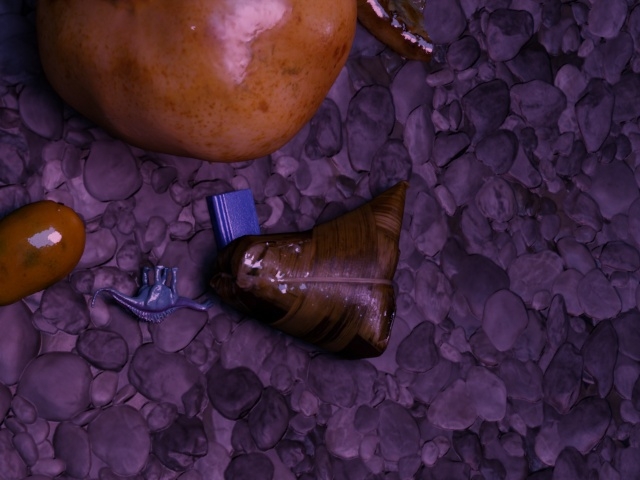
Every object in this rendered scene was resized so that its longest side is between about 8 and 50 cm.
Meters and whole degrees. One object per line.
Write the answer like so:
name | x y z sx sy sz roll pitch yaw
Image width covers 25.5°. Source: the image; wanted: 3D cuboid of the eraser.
eraser | -0.123 -0.029 2.033 0.063 0.027 0.085 -13 93 -31

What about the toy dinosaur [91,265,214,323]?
toy dinosaur | -0.229 0.075 1.956 0.197 0.045 0.080 4 87 -38

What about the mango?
mango | -0.384 0.014 1.850 0.163 0.089 0.111 -27 100 -20

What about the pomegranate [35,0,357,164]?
pomegranate | -0.164 -0.288 1.810 0.416 0.416 0.417 3 85 -29

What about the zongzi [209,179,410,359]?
zongzi | 0.000 0.000 2.037 0.286 0.134 0.288 26 74 -30

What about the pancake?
pancake | 0.099 -0.450 2.178 0.197 0.054 0.376 -29 101 -29
